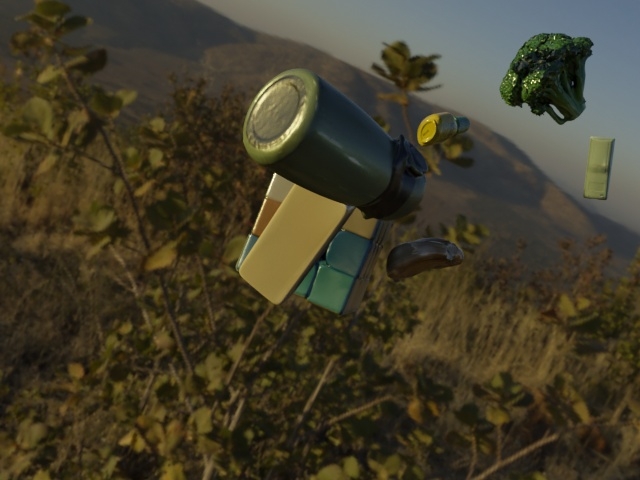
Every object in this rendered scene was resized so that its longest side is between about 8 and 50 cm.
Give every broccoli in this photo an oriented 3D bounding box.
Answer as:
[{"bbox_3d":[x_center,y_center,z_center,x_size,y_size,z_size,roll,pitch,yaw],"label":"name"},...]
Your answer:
[{"bbox_3d":[0.694,-0.489,2.293,0.275,0.308,0.308,55,11,-6],"label":"broccoli"}]

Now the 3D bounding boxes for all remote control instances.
[{"bbox_3d":[0.689,-0.177,1.862,0.061,0.162,0.029,9,25,24],"label":"remote control"}]

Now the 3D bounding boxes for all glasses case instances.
[{"bbox_3d":[-0.055,-0.007,1.759,0.144,0.336,0.076,41,30,6],"label":"glasses case"}]

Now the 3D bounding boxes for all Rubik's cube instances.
[{"bbox_3d":[0.000,0.000,2.234,0.344,0.347,0.347,22,-1,12],"label":"Rubik's cube"}]

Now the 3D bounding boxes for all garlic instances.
[{"bbox_3d":[0.298,0.047,2.299,0.217,0.228,0.110,12,58,-58],"label":"garlic"}]

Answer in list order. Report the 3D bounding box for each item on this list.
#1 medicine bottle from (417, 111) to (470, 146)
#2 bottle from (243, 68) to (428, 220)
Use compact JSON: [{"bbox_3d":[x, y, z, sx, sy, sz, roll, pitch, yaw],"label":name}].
[{"bbox_3d":[0.409,-0.370,2.452,0.076,0.111,0.309,41,30,17],"label":"medicine bottle"},{"bbox_3d":[0.043,-0.143,1.271,0.347,0.168,0.168,26,9,-42],"label":"bottle"}]
